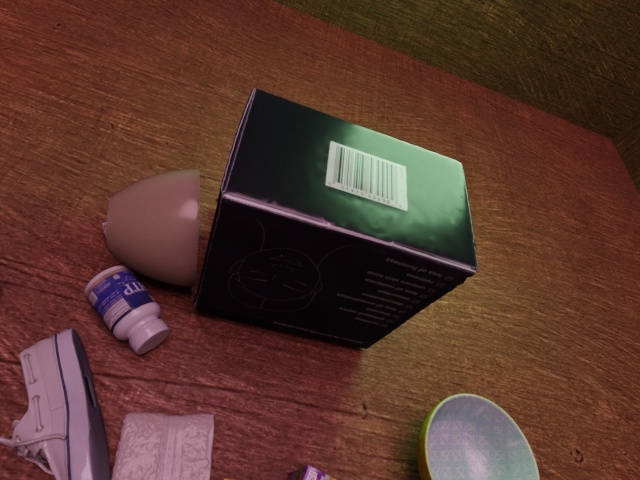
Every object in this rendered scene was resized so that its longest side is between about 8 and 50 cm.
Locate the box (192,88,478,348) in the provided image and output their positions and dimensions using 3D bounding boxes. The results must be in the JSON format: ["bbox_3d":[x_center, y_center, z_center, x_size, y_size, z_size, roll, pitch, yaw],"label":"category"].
[{"bbox_3d":[0.000,0.000,0.938,0.478,0.472,0.298,16,53,-13],"label":"box"}]

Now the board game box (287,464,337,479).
[{"bbox_3d":[-0.034,0.596,0.759,0.144,0.142,0.275,28,50,-1],"label":"board game box"}]

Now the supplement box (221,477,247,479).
[{"bbox_3d":[-0.169,0.554,0.758,0.080,0.104,0.188,15,52,-11],"label":"supplement box"}]

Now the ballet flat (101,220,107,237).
[{"bbox_3d":[-0.478,-0.076,1.103,0.077,0.091,0.241,22,41,26],"label":"ballet flat"}]

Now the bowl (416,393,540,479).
[{"bbox_3d":[0.333,0.525,0.955,0.289,0.156,0.290,12,52,-15],"label":"bowl"}]

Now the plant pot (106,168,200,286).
[{"bbox_3d":[-0.391,-0.033,0.972,0.190,0.284,0.285,2,55,-20],"label":"plant pot"}]

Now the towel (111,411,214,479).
[{"bbox_3d":[-0.310,0.478,0.790,0.186,0.049,0.283,9,53,-18],"label":"towel"}]

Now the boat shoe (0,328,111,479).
[{"bbox_3d":[-0.499,0.341,0.751,0.156,0.136,0.367,-20,58,-22],"label":"boat shoe"}]

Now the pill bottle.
[{"bbox_3d":[-0.430,0.158,0.928,0.187,0.112,0.112,46,52,12],"label":"pill bottle"}]
